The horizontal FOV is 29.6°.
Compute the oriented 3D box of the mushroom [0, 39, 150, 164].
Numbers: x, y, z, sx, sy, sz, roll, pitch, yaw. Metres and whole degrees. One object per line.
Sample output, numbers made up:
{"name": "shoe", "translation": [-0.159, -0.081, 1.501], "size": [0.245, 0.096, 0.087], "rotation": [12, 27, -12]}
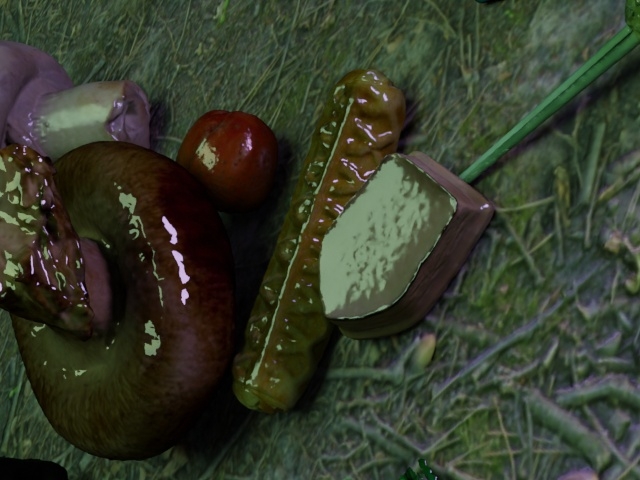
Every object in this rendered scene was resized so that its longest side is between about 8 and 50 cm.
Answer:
{"name": "mushroom", "translation": [-0.373, -0.126, 1.604], "size": [0.290, 0.292, 0.292], "rotation": [3, 72, 19]}

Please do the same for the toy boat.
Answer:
{"name": "toy boat", "translation": [0.063, 0.012, 1.129], "size": [0.116, 0.061, 0.188], "rotation": [41, 104, 30]}

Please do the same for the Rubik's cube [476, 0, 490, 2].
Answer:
{"name": "Rubik's cube", "translation": [0.199, -0.350, 1.038], "size": [0.284, 0.234, 0.250], "rotation": [-60, 40, 8]}

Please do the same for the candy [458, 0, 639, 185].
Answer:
{"name": "candy", "translation": [0.221, -0.136, 1.047], "size": [0.335, 0.092, 0.093], "rotation": [-40, 82, 39]}

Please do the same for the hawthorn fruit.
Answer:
{"name": "hawthorn fruit", "translation": [-0.105, -0.089, 1.359], "size": [0.128, 0.128, 0.128], "rotation": [-24, 55, 40]}

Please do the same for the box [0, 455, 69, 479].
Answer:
{"name": "box", "translation": [-0.490, 0.377, 1.381], "size": [0.350, 0.359, 0.091], "rotation": [-48, 54, 21]}

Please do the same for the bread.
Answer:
{"name": "bread", "translation": [-0.001, 0.000, 1.222], "size": [0.084, 0.077, 0.367], "rotation": [14, 82, 52]}

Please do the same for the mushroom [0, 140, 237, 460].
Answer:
{"name": "mushroom", "translation": [-0.238, 0.074, 1.245], "size": [0.334, 0.356, 0.331], "rotation": [-28, 90, 40]}

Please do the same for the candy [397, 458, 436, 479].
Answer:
{"name": "candy", "translation": [0.048, 0.300, 1.024], "size": [0.203, 0.078, 0.141], "rotation": [-44, 54, 9]}
